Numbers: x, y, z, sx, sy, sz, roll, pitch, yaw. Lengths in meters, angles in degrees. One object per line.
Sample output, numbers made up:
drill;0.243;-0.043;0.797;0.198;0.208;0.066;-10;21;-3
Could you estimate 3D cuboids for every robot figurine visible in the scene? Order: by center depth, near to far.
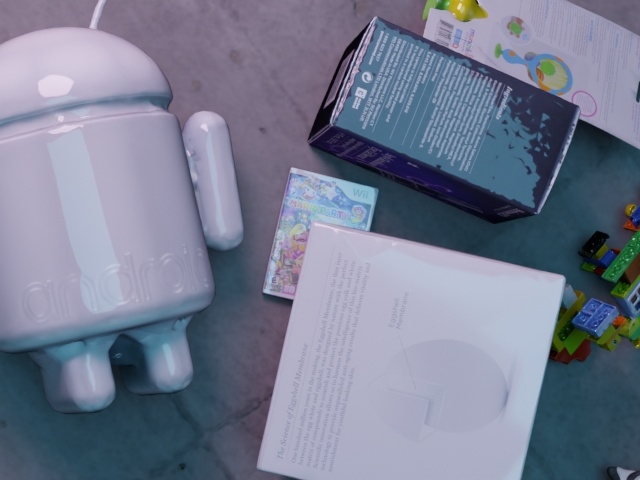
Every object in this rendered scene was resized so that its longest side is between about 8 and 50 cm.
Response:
robot figurine;-0.207;-0.031;1.347;0.300;0.200;0.353;-13;89;-29

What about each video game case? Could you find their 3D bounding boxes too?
video game case;0.000;0.000;1.469;0.087;0.011;0.122;13;85;-7

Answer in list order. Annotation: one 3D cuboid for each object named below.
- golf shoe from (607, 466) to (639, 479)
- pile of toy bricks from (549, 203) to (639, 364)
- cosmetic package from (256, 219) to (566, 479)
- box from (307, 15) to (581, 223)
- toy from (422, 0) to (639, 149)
golf shoe;0.269;0.304;1.470;0.086;0.067;0.186;27;83;21
pile of toy bricks;0.309;0.047;1.474;0.212;0.118;0.105;-47;126;-17
cosmetic package;0.083;0.115;1.381;0.225;0.138;0.224;13;90;7
box;0.109;-0.104;1.419;0.207;0.153;0.108;23;84;-5
toy;0.201;-0.175;1.474;0.237;0.056;0.137;26;55;-16
